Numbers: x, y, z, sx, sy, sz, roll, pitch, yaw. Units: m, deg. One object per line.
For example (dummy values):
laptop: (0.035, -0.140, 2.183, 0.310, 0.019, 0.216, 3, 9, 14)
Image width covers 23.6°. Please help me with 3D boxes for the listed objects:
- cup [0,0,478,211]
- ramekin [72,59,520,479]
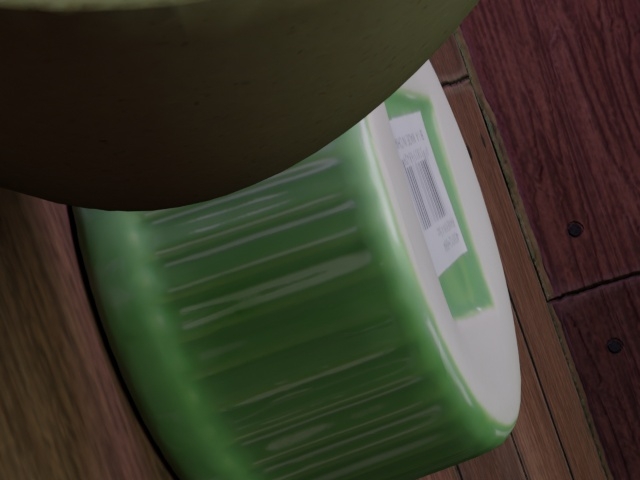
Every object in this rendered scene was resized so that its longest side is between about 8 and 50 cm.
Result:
cup: (-0.072, -0.141, 0.551, 0.237, 0.331, 0.331, 96, -13, -59)
ramekin: (0.000, 0.000, 0.845, 0.303, 0.148, 0.303, -18, 90, -74)
